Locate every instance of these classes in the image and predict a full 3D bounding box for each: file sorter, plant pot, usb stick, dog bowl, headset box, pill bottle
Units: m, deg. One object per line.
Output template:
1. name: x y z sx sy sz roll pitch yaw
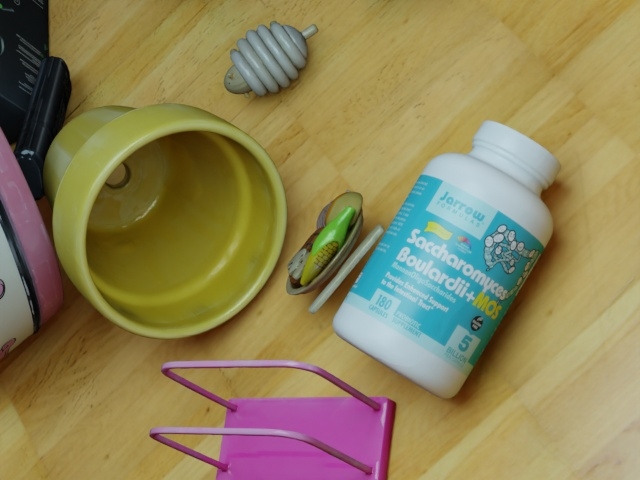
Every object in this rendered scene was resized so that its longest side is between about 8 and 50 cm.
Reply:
1. file sorter: -0.070 0.277 1.398 0.202 0.182 0.290 -4 67 31
2. plant pot: -0.200 -0.047 1.608 0.254 0.254 0.239 -54 36 0
3. usb stick: -0.351 -0.146 1.777 0.045 0.077 0.278 -2 33 -1
4. dog bowl: -0.443 -0.041 1.670 0.150 0.408 0.408 -25 50 -19
5. headset box: -0.487 -0.279 1.880 0.131 0.246 0.283 -20 60 23
6. pill bottle: 0.135 0.014 1.410 0.146 0.146 0.264 28 86 38

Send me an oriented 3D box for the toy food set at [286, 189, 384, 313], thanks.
1. toy food set: 0.000 0.000 1.505 0.132 0.038 0.192 -51 16 4

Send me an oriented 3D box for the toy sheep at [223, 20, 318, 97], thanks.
1. toy sheep: -0.060 -0.220 1.684 0.132 0.091 0.091 -38 53 6
